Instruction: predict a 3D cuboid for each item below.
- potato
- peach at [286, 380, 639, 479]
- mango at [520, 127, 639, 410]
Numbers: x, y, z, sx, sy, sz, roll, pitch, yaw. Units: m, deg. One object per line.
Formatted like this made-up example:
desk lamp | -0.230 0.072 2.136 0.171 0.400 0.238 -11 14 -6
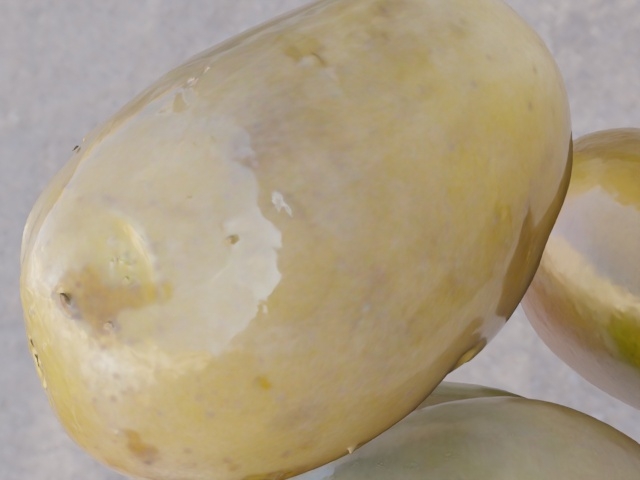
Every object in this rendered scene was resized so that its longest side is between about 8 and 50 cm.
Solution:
potato | 0.000 0.000 0.652 0.234 0.150 0.146 -31 71 -16
peach | 0.050 0.187 0.781 0.292 0.292 0.247 3 91 48
mango | 0.186 0.023 0.904 0.139 0.175 0.254 -64 16 6
